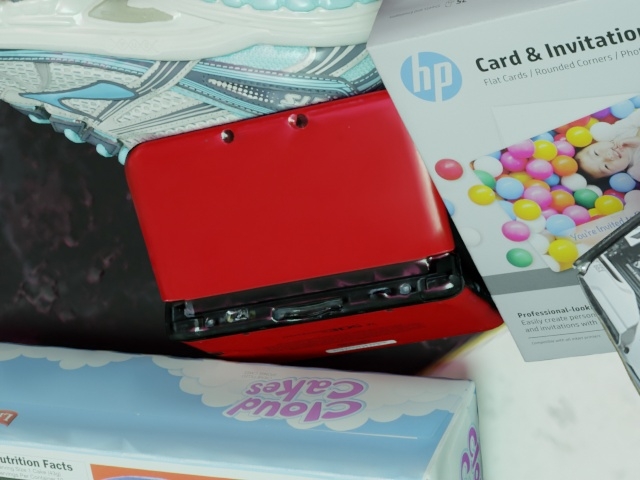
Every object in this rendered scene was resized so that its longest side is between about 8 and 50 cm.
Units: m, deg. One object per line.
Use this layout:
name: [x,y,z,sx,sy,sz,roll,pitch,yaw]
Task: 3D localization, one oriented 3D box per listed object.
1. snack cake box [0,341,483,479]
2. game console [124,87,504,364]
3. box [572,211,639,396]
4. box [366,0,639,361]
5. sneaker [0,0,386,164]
snack cake box: [-0.057,0.139,0.756,0.264,0.089,0.152,3,116,20]
game console: [0.000,0.000,0.734,0.144,0.124,0.085,-10,72,21]
box: [0.277,-0.026,0.538,0.307,0.242,0.077,-41,54,25]
box: [0.122,-0.032,0.655,0.145,0.038,0.186,-9,128,27]
sneaker: [-0.094,-0.075,0.751,0.283,0.110,0.122,1,115,26]
